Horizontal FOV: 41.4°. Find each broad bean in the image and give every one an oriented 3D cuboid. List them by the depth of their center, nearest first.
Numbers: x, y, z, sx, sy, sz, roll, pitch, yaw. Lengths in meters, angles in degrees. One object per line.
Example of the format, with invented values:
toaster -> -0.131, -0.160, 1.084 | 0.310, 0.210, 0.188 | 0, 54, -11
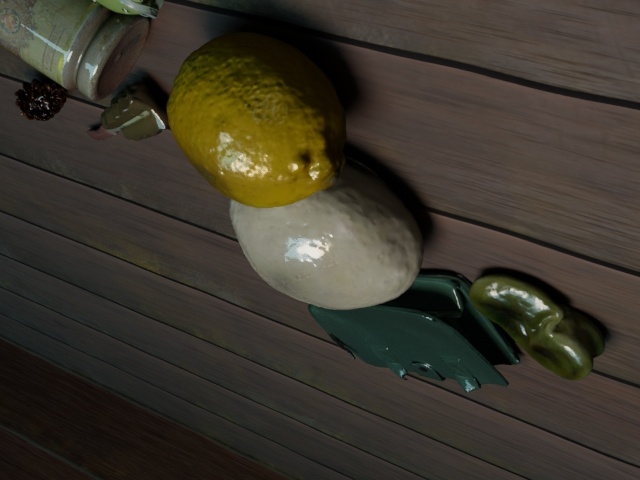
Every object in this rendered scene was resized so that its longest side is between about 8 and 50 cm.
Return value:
broad bean -> 0.315, 0.121, 1.246 | 0.206, 0.072, 0.153 | 37, 152, 17

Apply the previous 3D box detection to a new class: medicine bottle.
medicine bottle -> -0.401, -0.332, 1.139 | 0.322, 0.151, 0.151 | 33, 153, -1

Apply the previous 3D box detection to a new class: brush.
brush -> -0.333, -0.193, 1.398 | 0.084, 0.071, 0.301 | 41, 157, -24

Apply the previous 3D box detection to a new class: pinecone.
pinecone -> -0.478, -0.245, 1.453 | 0.083, 0.077, 0.077 | -25, 121, 31

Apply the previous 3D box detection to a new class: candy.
candy -> 0.000, 0.000, 1.230 | 0.295, 0.185, 0.295 | 22, 151, 13

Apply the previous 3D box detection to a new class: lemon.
lemon -> -0.078, -0.149, 1.056 | 0.260, 0.204, 0.204 | 39, 155, 18

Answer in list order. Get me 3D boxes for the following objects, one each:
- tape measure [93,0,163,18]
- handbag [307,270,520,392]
tape measure -> -0.260, -0.353, 1.031 | 0.177, 0.087, 0.154 | 34, 148, -7
handbag -> 0.149, 0.153, 1.436 | 0.326, 0.089, 0.238 | -2, 139, 48
